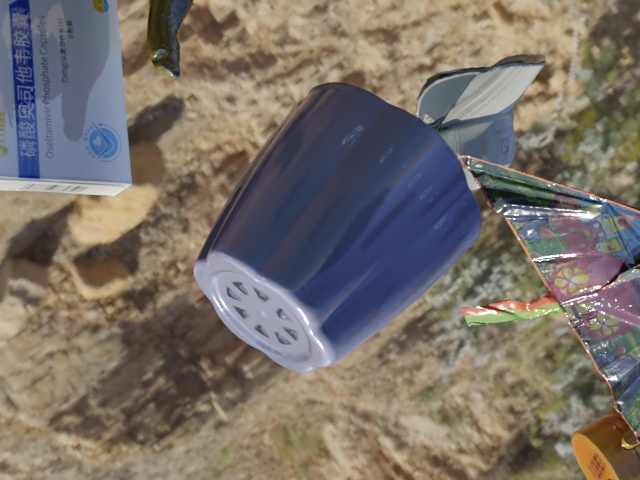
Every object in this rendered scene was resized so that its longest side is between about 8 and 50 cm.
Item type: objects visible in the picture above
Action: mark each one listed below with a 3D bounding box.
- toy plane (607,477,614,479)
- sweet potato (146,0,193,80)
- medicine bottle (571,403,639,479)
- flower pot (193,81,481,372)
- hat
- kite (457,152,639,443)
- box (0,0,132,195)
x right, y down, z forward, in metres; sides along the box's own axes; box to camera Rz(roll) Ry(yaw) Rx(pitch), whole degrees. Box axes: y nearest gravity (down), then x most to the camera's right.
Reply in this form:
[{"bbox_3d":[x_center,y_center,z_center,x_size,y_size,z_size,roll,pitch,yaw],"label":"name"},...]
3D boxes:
[{"bbox_3d":[0.347,0.266,1.063,0.092,0.108,0.286,-19,151,-33],"label":"toy plane"},{"bbox_3d":[-0.224,-0.355,1.324,0.108,0.346,0.079,-19,164,-27],"label":"sweet potato"},{"bbox_3d":[0.439,0.236,1.311,0.222,0.112,0.149,-26,154,-13],"label":"medicine bottle"},{"bbox_3d":[0.000,0.000,1.135,0.243,0.265,0.265,-47,-179,-26],"label":"flower pot"},{"bbox_3d":[0.239,-0.178,1.558,0.275,0.161,0.232,-49,168,34],"label":"hat"},{"bbox_3d":[0.136,0.027,0.526,0.159,0.190,0.010,-26,-169,46],"label":"kite"},{"bbox_3d":[-0.363,-0.234,1.358,0.200,0.343,0.065,1,168,-37],"label":"box"}]
